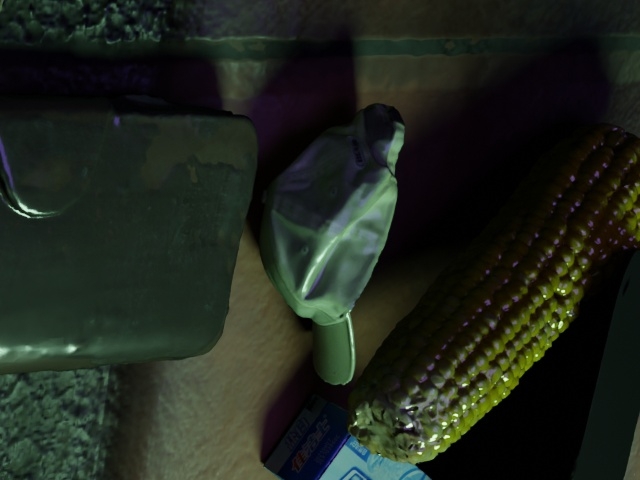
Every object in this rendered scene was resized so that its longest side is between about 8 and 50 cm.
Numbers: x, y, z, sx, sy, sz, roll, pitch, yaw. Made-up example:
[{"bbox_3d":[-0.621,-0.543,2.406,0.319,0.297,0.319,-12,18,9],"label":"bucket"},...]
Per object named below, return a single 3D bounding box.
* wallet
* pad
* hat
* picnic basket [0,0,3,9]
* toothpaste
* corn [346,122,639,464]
[{"bbox_3d":[-0.164,0.001,0.978,0.310,0.042,0.165,-1,111,-43],"label":"wallet"},{"bbox_3d":[0.184,0.181,1.342,0.315,0.063,0.375,4,100,-70],"label":"pad"},{"bbox_3d":[0.005,0.004,1.131,0.122,0.081,0.166,-77,173,-47],"label":"hat"},{"bbox_3d":[-0.269,-0.167,0.664,0.313,0.228,0.175,16,95,-46],"label":"picnic basket"},{"bbox_3d":[0.062,0.198,1.275,0.066,0.053,0.272,-55,136,-10],"label":"toothpaste"},{"bbox_3d":[0.133,0.028,1.212,0.320,0.097,0.097,-45,134,-31],"label":"corn"}]
